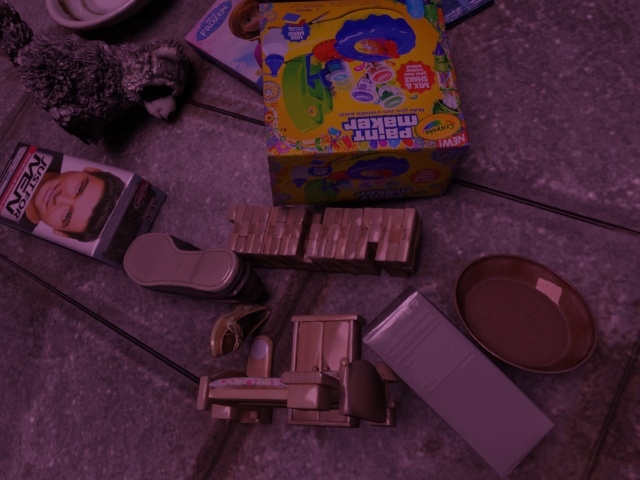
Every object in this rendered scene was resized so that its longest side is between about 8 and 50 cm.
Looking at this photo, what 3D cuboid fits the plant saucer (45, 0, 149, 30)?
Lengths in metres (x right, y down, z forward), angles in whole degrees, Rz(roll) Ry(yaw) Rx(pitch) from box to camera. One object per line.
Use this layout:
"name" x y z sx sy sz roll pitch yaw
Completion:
"plant saucer" -0.517 -0.684 1.439 0.401 0.100 0.400 -8 68 20

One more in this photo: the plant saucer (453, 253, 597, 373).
"plant saucer" 0.277 0.104 0.778 0.199 0.036 0.198 6 48 -6

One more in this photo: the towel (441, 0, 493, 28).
"towel" 0.259 -0.445 1.052 0.120 0.029 0.067 -27 61 12

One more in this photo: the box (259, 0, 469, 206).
"box" 0.055 -0.221 0.909 0.290 0.177 0.279 -4 69 -3

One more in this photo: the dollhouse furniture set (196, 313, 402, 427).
"dollhouse furniture set" -0.065 0.153 0.764 0.304 0.355 0.173 -6 67 22

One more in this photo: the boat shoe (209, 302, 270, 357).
"boat shoe" -0.133 0.145 0.927 0.048 0.153 0.056 0 105 19

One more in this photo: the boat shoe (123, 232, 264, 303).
"boat shoe" -0.241 0.060 1.026 0.335 0.095 0.112 8 65 41

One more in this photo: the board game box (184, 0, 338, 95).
"board game box" -0.086 -0.472 1.189 0.318 0.066 0.318 37 86 30

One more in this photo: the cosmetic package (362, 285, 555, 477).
"cosmetic package" 0.173 0.175 0.738 0.107 0.127 0.238 -43 84 2

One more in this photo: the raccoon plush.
"raccoon plush" -0.487 -0.416 1.167 0.299 0.446 0.216 -39 27 4

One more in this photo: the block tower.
"block tower" 0.000 0.000 0.950 0.336 0.091 0.097 4 71 25

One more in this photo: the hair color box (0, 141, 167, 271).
"hair color box" -0.533 -0.078 1.196 0.375 0.113 0.185 16 76 27
